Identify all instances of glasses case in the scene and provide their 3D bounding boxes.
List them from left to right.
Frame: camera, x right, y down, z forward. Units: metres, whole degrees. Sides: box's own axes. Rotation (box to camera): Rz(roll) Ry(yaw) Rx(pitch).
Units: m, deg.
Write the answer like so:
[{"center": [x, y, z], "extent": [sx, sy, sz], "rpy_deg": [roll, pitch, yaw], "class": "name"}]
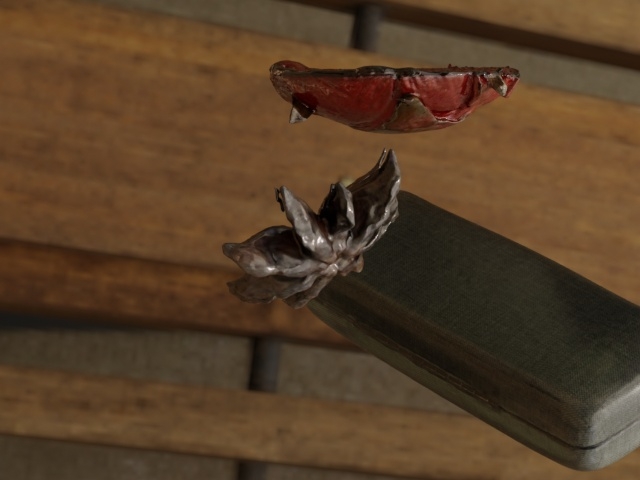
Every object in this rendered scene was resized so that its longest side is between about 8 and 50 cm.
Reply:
[{"center": [0.124, 0.060, 1.220], "extent": [0.323, 0.131, 0.074], "rpy_deg": [29, -38, 41], "class": "glasses case"}]

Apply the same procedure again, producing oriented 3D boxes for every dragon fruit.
[{"center": [0.080, -0.192, 2.120], "extent": [0.282, 0.343, 0.100], "rpy_deg": [-9, 101, -73], "class": "dragon fruit"}]

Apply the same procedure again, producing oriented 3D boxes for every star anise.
[{"center": [0.000, 0.002, 0.996], "extent": [0.042, 0.141, 0.141], "rpy_deg": [56, -38, 20], "class": "star anise"}]
